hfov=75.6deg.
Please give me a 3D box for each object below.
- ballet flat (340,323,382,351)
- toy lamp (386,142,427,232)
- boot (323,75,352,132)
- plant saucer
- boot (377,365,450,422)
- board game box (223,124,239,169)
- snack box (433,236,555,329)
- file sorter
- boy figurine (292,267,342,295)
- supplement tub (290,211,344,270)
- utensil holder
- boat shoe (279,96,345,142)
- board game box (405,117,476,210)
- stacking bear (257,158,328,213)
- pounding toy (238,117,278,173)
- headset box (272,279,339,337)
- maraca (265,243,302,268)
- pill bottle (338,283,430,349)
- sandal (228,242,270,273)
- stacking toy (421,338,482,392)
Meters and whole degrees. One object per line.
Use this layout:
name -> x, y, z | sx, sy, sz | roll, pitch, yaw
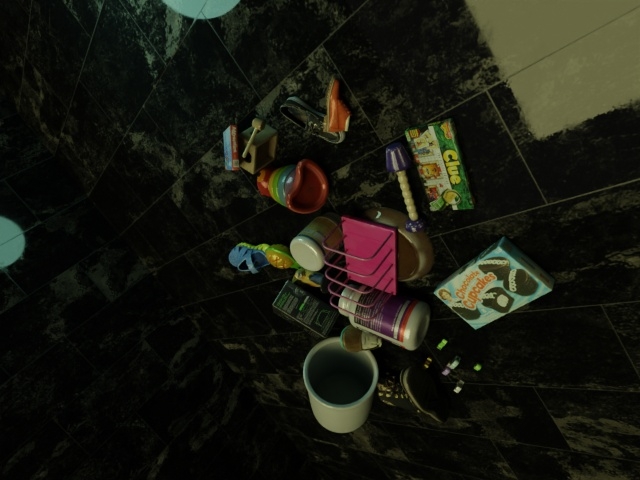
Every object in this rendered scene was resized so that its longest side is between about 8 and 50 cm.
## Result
ballet flat -> 0.186, 0.406, 1.690 | 0.123, 0.116, 0.342 | 0, 163, 20
toy lamp -> 0.254, -0.156, 1.230 | 0.080, 0.080, 0.275 | 6, 129, 39
boot -> 0.054, -0.397, 1.214 | 0.084, 0.059, 0.158 | 4, 118, -1
plant saucer -> 0.240, 0.030, 1.436 | 0.310, 0.050, 0.311 | 24, 138, 23
boot -> 0.364, 0.643, 1.782 | 0.284, 0.138, 0.377 | -2, 143, 46
board game box -> -0.322, -0.326, 1.481 | 0.281, 0.027, 0.145 | -150, 58, -70
snack box -> 0.519, 0.142, 1.273 | 0.187, 0.060, 0.322 | 41, 142, 5
file sorter -> 0.132, 0.098, 1.408 | 0.201, 0.182, 0.291 | 18, 135, 30
boy figurine -> -0.039, 0.167, 1.743 | 0.177, 0.092, 0.285 | 22, 168, -34
supplement tub -> 0.000, 0.000, 1.501 | 0.144, 0.200, 0.145 | 25, 139, 24
utensil holder -> 0.096, 0.682, 1.928 | 0.327, 0.328, 0.386 | 26, 146, 23
boat shoe -> -0.030, -0.369, 1.291 | 0.228, 0.076, 0.080 | 39, 142, 8
board game box -> 0.337, -0.201, 1.151 | 0.136, 0.030, 0.260 | -3, 122, 41
stacking bear -> -0.122, -0.199, 1.473 | 0.164, 0.176, 0.288 | 20, 179, -44
pounding toy -> -0.237, -0.342, 1.419 | 0.094, 0.181, 0.206 | 33, 141, 15
headset box -> -0.078, 0.311, 1.825 | 0.282, 0.131, 0.246 | 30, 163, 5
maraca -> -0.159, 0.079, 1.810 | 0.185, 0.099, 0.127 | 30, 158, -22
pill bottle -> 0.235, 0.272, 1.552 | 0.322, 0.181, 0.182 | 18, 135, 31
sandal -> -0.349, 0.090, 1.958 | 0.317, 0.138, 0.126 | -8, 121, 48
stacking toy -> 0.507, 0.491, 1.611 | 0.166, 0.052, 0.221 | 32, 140, 15
